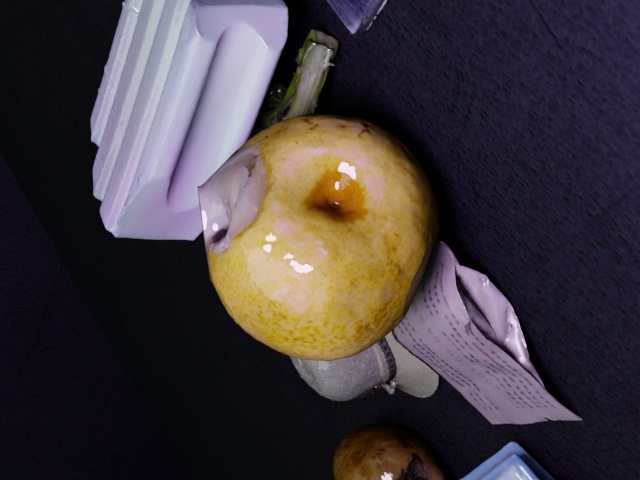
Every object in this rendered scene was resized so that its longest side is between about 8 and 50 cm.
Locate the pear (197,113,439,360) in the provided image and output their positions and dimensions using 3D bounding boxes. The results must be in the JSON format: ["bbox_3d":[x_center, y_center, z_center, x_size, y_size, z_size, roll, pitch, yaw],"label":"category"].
[{"bbox_3d":[0.000,0.000,1.199,0.271,0.271,0.271,45,156,26],"label":"pear"}]

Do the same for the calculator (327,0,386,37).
[{"bbox_3d":[-0.016,-0.331,1.080,0.262,0.021,0.161,55,159,5],"label":"calculator"}]

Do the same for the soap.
[{"bbox_3d":[-0.162,-0.162,1.269,0.347,0.115,0.208,-64,38,38],"label":"soap"}]

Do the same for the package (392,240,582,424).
[{"bbox_3d":[0.163,0.117,1.286,0.251,0.062,0.204,54,160,-5],"label":"package"}]

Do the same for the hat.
[{"bbox_3d":[0.027,0.135,1.505,0.257,0.130,0.257,46,157,26],"label":"hat"}]

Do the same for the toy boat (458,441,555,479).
[{"bbox_3d":[0.285,0.391,1.290,0.332,0.145,0.133,53,166,17],"label":"toy boat"}]

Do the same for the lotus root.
[{"bbox_3d":[0.099,0.349,1.644,0.169,0.141,0.314,64,167,-12],"label":"lotus root"}]

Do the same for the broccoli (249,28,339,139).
[{"bbox_3d":[-0.026,-0.157,1.265,0.204,0.118,0.122,-57,48,50],"label":"broccoli"}]
